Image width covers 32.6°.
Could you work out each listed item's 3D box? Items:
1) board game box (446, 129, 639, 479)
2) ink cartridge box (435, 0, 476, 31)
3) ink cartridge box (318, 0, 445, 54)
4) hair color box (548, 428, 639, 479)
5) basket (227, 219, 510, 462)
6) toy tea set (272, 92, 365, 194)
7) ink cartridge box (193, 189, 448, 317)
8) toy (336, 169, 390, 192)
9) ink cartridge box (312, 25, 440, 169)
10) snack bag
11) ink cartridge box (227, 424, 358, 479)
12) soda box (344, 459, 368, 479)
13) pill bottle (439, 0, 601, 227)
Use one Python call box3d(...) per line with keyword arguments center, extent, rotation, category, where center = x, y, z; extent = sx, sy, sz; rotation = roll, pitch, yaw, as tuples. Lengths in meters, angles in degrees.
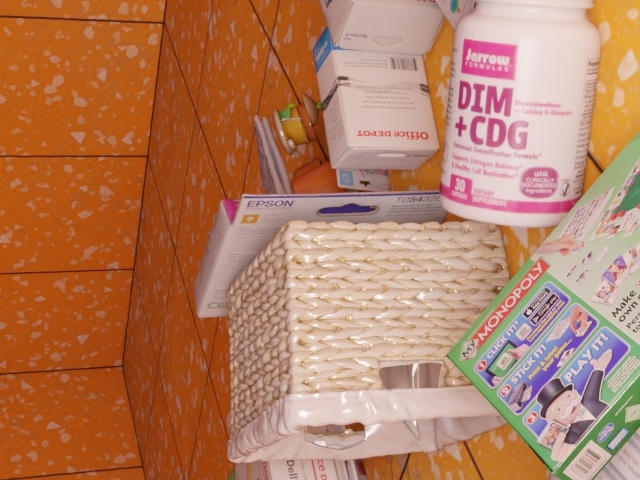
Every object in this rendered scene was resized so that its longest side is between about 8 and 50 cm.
box3d(center=(0.274, 0.045, 1.001), extent=(0.317, 0.046, 0.213), rotation=(-50, 29, 6), category="board game box")
box3d(center=(0.188, -0.408, 1.439), extent=(0.311, 0.065, 0.186), rotation=(-115, 30, -43), category="ink cartridge box")
box3d(center=(0.078, -0.379, 1.609), extent=(0.093, 0.154, 0.212), rotation=(115, 148, -48), category="ink cartridge box")
box3d(center=(0.314, 0.267, 1.066), extent=(0.185, 0.113, 0.374), rotation=(-128, 40, -59), category="hair color box")
box3d(center=(0.059, 0.141, 1.456), extent=(0.331, 0.328, 0.266), rotation=(136, 132, -65), category="basket")
box3d(center=(0.007, -0.143, 1.946), extent=(0.200, 0.124, 0.336), rotation=(63, -171, -61), category="toy tea set")
box3d(center=(0.000, 0.000, 1.604), extent=(0.330, 0.324, 0.071), rotation=(116, 146, -52), category="ink cartridge box")
box3d(center=(0.076, -0.198, 1.710), extent=(0.056, 0.137, 0.237), rotation=(-14, 79, 39), category="toy")
box3d(center=(0.080, -0.211, 1.624), extent=(0.086, 0.148, 0.203), rotation=(136, 130, -62), category="ink cartridge box")
box3d(center=(-0.062, -0.015, 2.060), extent=(0.342, 0.037, 0.323), rotation=(82, 171, -46), category="snack bag")
box3d(center=(-0.051, 0.426, 1.836), extent=(0.353, 0.119, 0.207), rotation=(118, 144, -53), category="ink cartridge box")
box3d(center=(0.009, 0.483, 1.974), extent=(0.263, 0.083, 0.092), rotation=(111, 150, -46), category="soda box")
box3d(center=(0.222, -0.168, 1.213), extent=(0.160, 0.160, 0.283), rotation=(-143, 54, -65), category="pill bottle")
